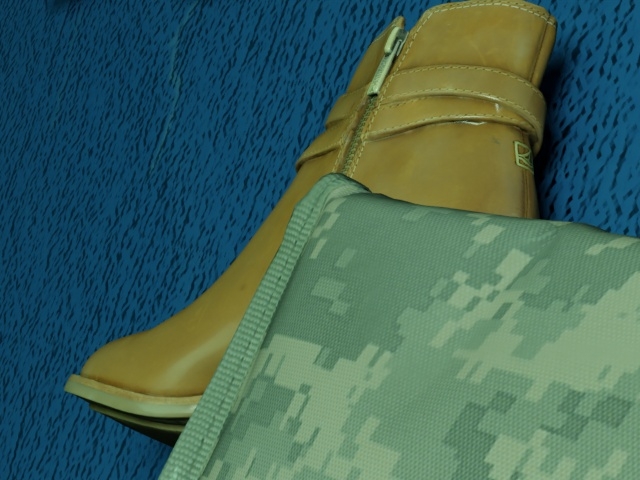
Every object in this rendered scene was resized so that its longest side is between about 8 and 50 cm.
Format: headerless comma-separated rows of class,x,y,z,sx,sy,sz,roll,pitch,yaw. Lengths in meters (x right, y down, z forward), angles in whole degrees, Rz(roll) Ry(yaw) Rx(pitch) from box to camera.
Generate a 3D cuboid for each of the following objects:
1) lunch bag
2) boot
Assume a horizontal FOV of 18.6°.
lunch bag,0.049,0.152,0.382,0.235,0.169,0.287,12,74,59
boot,0.000,0.000,0.672,0.197,0.073,0.152,-5,64,43
